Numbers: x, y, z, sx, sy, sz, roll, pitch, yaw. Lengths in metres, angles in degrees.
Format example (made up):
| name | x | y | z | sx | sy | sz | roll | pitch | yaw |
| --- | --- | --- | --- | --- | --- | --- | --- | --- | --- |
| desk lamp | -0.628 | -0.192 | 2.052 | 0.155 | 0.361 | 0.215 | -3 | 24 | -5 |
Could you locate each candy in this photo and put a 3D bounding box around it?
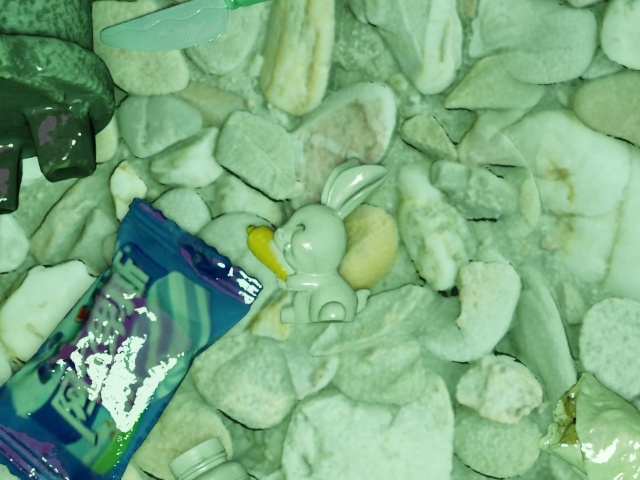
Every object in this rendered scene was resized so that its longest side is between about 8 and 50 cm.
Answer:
| name | x | y | z | sx | sy | sz | roll | pitch | yaw |
| --- | --- | --- | --- | --- | --- | --- | --- | --- | --- |
| candy | -0.226 | 0.129 | 1.850 | 0.187 | 0.077 | 0.331 | 36 | 82 | 7 |

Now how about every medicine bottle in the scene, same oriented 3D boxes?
| name | x | y | z | sx | sy | sz | roll | pitch | yaw |
| --- | --- | --- | --- | --- | --- | --- | --- | --- | --- |
| medicine bottle | -0.102 | 0.283 | 1.812 | 0.079 | 0.079 | 0.140 | -30 | 80 | -2 |

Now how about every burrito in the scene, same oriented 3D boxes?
| name | x | y | z | sx | sy | sz | roll | pitch | yaw |
| --- | --- | --- | --- | --- | --- | --- | --- | --- | --- |
| burrito | 0.404 | 0.290 | 1.783 | 0.392 | 0.076 | 0.117 | 36 | 91 | 11 |

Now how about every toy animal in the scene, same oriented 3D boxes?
| name | x | y | z | sx | sy | sz | roll | pitch | yaw |
| --- | --- | --- | --- | --- | --- | --- | --- | --- | --- |
| toy animal | 0.000 | 0.000 | 1.861 | 0.127 | 0.131 | 0.181 | -2 | 88 | -32 |

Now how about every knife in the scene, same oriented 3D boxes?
| name | x | y | z | sx | sy | sz | roll | pitch | yaw |
| --- | --- | --- | --- | --- | --- | --- | --- | --- | --- |
| knife | -0.123 | -0.259 | 1.937 | 0.260 | 0.034 | 0.063 | -23 | 86 | 6 |

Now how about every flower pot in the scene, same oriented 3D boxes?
| name | x | y | z | sx | sy | sz | roll | pitch | yaw |
| --- | --- | --- | --- | --- | --- | --- | --- | --- | --- |
| flower pot | -0.362 | -0.186 | 1.800 | 0.299 | 0.299 | 0.282 | -6 | 76 | 3 |
